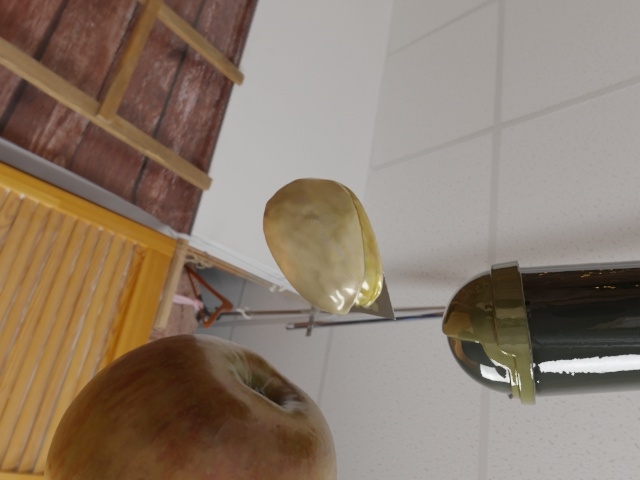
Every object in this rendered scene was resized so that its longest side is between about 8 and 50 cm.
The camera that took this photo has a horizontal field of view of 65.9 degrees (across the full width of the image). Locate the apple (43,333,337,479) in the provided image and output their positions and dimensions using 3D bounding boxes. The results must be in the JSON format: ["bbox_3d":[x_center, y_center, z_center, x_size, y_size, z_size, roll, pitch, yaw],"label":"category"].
[{"bbox_3d":[-0.161,0.314,0.706,0.334,0.400,0.400,-41,-144,-13],"label":"apple"}]

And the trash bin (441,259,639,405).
[{"bbox_3d":[0.350,0.130,0.725,0.334,0.214,0.214,-6,-121,16],"label":"trash bin"}]

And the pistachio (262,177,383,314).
[{"bbox_3d":[0.000,0.000,0.634,0.200,0.117,0.145,57,-47,37],"label":"pistachio"}]

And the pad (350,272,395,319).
[{"bbox_3d":[0.052,0.086,0.950,0.190,0.127,0.004,5,-147,42],"label":"pad"}]
